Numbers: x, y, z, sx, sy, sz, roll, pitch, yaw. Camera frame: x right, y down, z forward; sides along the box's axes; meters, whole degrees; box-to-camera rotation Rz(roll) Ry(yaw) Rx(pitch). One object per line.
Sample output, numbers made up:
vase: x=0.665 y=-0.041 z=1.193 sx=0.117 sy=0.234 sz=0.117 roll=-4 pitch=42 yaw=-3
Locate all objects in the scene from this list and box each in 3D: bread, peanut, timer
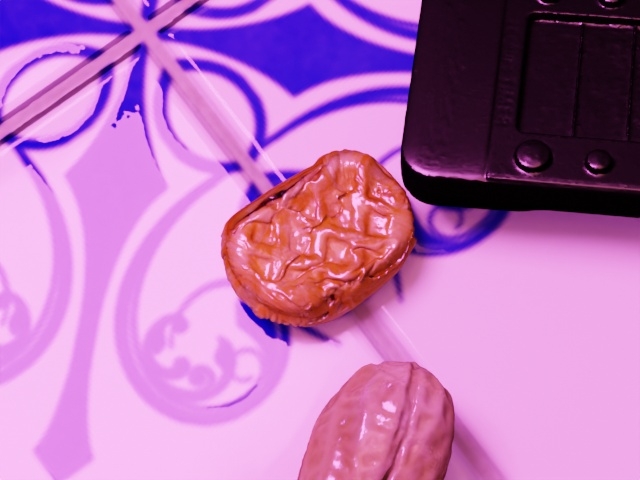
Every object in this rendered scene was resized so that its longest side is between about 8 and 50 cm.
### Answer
bread: x=0.000 y=0.000 z=1.092 sx=0.111 sy=0.044 sz=0.083 roll=-34 pitch=75 yaw=-9
peanut: x=0.013 y=0.143 z=1.033 sx=0.080 sy=0.080 sz=0.174 roll=27 pitch=81 yaw=11
timer: x=0.143 y=-0.076 z=1.097 sx=0.187 sy=0.055 sz=0.144 roll=5 pitch=58 yaw=7
